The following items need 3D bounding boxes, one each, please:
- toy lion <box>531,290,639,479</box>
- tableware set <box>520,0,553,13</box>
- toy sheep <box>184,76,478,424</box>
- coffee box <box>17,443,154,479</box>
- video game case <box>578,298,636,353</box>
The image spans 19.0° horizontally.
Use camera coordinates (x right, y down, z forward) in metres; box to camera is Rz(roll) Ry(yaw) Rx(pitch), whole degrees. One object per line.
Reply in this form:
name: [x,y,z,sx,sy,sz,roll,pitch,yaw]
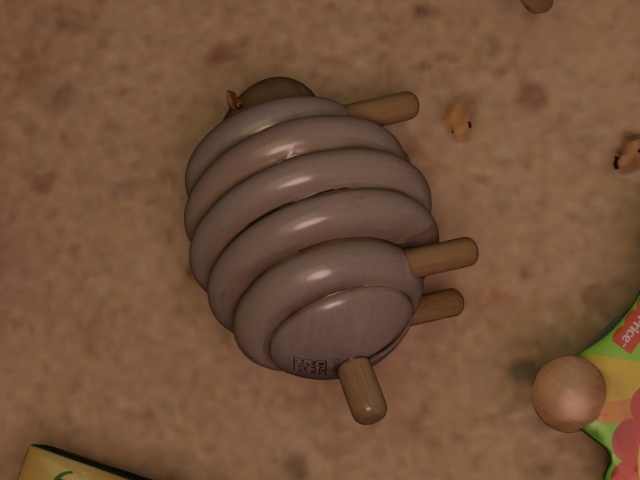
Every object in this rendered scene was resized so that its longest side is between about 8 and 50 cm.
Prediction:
toy lion: [0.121,0.050,0.597,0.096,0.034,0.100,35,87,8]
tableware set: [0.056,-0.187,0.634,0.128,0.039,0.194,-42,110,-18]
toy sheep: [0.000,0.000,0.627,0.091,0.091,0.132,-25,56,6]
coffee box: [-0.073,0.169,0.628,0.113,0.040,0.184,18,83,15]
video game case: [0.212,0.052,0.605,0.183,0.023,0.201,-43,75,0]
